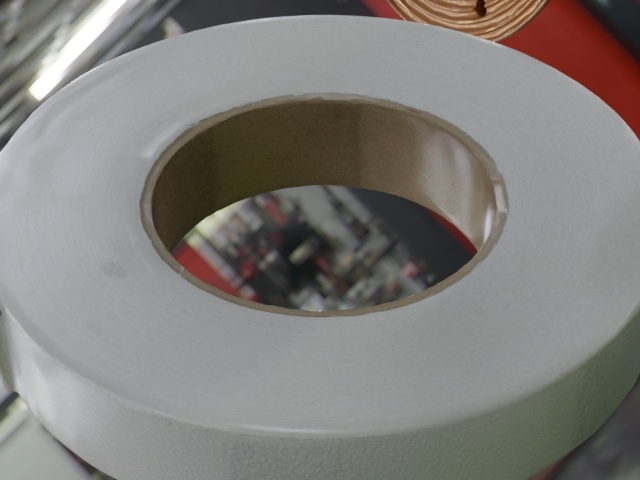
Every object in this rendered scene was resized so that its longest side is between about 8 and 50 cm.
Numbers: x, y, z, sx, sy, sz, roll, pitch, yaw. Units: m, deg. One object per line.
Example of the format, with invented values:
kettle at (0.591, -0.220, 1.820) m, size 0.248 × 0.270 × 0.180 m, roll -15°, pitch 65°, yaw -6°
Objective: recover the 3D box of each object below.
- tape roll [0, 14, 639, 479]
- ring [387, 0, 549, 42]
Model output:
tape roll at (0.000, 0.000, 1.029) m, size 0.392 × 0.392 × 0.072 m, roll -46°, pitch -33°, yaw -40°
ring at (0.111, -0.317, 1.375) m, size 0.032 × 0.337 × 0.336 m, roll -11°, pitch -17°, yaw -30°
